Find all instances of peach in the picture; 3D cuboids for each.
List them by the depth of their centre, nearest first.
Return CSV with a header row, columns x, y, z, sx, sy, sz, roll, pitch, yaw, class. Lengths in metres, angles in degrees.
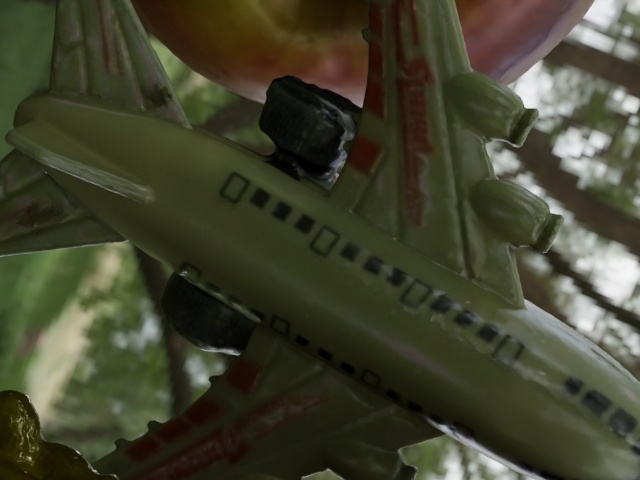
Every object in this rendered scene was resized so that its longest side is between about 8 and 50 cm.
x,y,z,sx,sy,sz,roll,pitch,yaw,class
0.020,-0.183,0.877,0.281,0.238,0.281,-28,-157,13,peach

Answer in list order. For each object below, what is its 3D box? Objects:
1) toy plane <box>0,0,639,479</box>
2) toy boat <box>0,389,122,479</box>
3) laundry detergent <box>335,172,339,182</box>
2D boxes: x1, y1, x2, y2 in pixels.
x,y,z,sx,sy,sz,roll,pitch,yaw,class
0.007,0.012,0.570,0.229,0.244,0.092,-61,-176,12,toy plane
0.046,0.124,0.574,0.141,0.318,0.099,157,-55,-69,toy boat
0.000,0.000,1.067,0.165,0.097,0.049,68,35,-51,laundry detergent
